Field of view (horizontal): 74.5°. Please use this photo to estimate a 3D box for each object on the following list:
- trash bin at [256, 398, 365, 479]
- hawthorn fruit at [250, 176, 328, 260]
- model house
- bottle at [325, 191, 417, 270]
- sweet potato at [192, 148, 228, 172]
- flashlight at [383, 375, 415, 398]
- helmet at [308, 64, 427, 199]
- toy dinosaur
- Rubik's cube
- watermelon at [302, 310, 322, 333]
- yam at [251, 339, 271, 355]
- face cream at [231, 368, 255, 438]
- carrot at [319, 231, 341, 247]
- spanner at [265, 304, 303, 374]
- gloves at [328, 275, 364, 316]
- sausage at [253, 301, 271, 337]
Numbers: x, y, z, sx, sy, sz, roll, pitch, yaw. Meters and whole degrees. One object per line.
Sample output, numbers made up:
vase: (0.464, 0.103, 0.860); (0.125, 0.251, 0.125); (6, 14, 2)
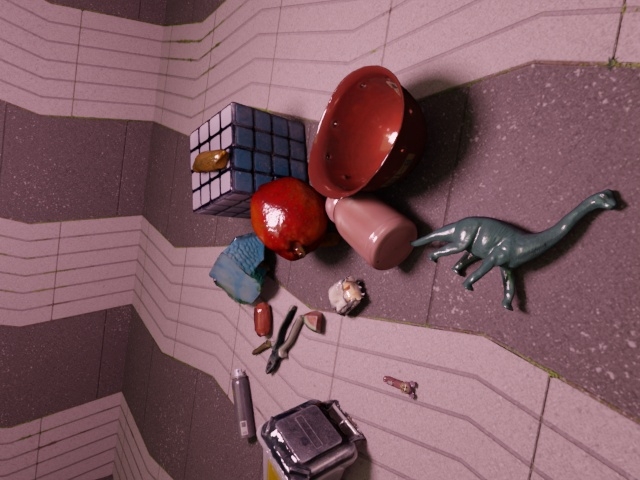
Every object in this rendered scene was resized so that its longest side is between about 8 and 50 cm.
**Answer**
trash bin: (-0.043, 0.734, 1.370); (0.255, 0.295, 0.368); (36, 127, 43)
hawthorn fruit: (-0.089, -0.059, 1.400); (0.265, 0.264, 0.307); (-58, 40, 28)
model house: (-0.301, 0.100, 1.784); (0.225, 0.241, 0.261); (39, 141, -5)
bottle: (0.135, -0.045, 1.280); (0.297, 0.173, 0.207); (45, 153, 41)
sweet potato: (-0.403, -0.268, 1.465); (0.243, 0.077, 0.077); (-3, 84, 47)
flashlight: (0.227, 0.420, 1.226); (0.110, 0.031, 0.052); (6, 91, 49)
helmet: (0.162, -0.278, 1.213); (0.385, 0.229, 0.338); (-53, 47, 34)
toy dinosaur: (0.427, -0.041, 1.008); (0.383, 0.129, 0.331); (42, 106, 44)
Rubik's cube: (-0.279, -0.283, 1.640); (0.343, 0.344, 0.338); (-15, 77, 48)
watermelon: (-0.020, 0.292, 1.504); (0.072, 0.084, 0.092); (-38, 95, 16)
yam: (-0.252, 0.452, 1.776); (0.033, 0.027, 0.129); (48, 129, -8)
face cream: (-0.336, 0.701, 1.817); (0.073, 0.073, 0.284); (-30, 65, 44)
carrot: (0.000, 0.000, 1.509); (0.186, 0.060, 0.060); (0, 87, 43)
spanner: (-0.149, 0.402, 1.654); (0.096, 0.040, 0.325); (46, 119, 42)
gloves: (0.080, 0.187, 1.389); (0.153, 0.070, 0.115); (-43, 64, 46)
sausage: (-0.240, 0.328, 1.742); (0.076, 0.076, 0.142); (-15, 74, 47)
